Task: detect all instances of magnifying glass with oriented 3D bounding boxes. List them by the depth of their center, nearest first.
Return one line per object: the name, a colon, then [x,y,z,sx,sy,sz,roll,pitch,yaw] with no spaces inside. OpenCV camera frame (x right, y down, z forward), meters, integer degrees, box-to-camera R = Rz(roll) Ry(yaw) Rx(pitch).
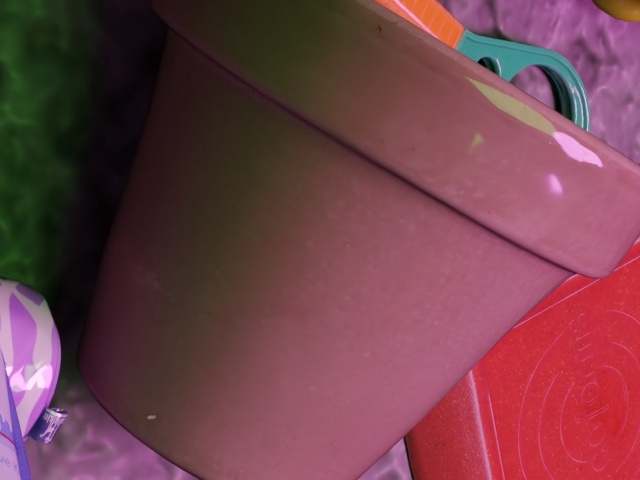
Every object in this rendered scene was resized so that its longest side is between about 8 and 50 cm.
magnifying glass: [0.090,-0.106,0.904,0.231,0.026,0.092,37,76,-39]

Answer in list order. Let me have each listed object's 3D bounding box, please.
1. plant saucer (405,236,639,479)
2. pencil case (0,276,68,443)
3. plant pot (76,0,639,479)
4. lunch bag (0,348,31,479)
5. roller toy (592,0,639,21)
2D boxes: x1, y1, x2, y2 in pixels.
plant saucer: [0.171,0.112,0.993,0.259,0.048,0.258,-25,113,-32]
pencil case: [-0.215,0.042,0.653,0.206,0.086,0.088,20,116,-38]
plant pot: [0.000,0.000,0.732,0.263,0.263,0.229,23,102,-39]
lunch bag: [-0.223,0.157,0.531,0.115,0.243,0.303,25,118,-40]
roller toy: [0.262,-0.219,0.888,0.146,0.191,0.209,7,106,-65]
